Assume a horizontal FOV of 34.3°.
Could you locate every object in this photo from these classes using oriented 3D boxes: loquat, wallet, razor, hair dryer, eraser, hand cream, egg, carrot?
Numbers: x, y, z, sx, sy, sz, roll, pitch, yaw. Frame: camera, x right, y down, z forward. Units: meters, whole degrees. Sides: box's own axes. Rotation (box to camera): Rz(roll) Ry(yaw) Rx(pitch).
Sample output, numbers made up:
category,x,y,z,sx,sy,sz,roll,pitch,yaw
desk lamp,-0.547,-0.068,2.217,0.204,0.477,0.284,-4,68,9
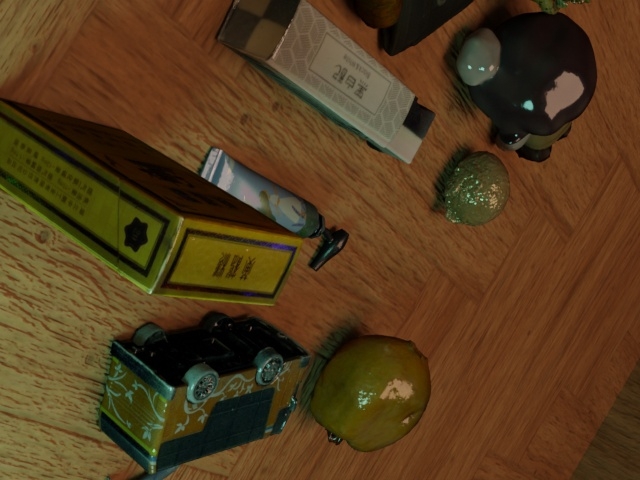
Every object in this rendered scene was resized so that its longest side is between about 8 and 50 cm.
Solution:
category,x,y,z,sx,sy,sz,roll,pitch,yaw
loquat,0.083,0.259,1.770,0.187,0.176,0.234,35,106,-17
wallet,0.180,-0.388,1.542,0.245,0.052,0.168,-37,143,-36
razor,-0.255,0.352,1.512,0.135,0.040,0.068,-24,133,-52
hair dryer,0.000,0.000,1.608,0.079,0.031,0.083,-47,131,-5
eraser,0.025,-0.217,1.406,0.404,0.098,0.096,25,93,-57
hand cream,-0.083,-0.051,1.437,0.256,0.055,0.088,23,90,-50
egg,0.277,-0.090,1.834,0.116,0.118,0.140,-162,-90,-81
carrot,0.074,-0.347,1.337,0.070,0.070,0.260,-56,171,-8

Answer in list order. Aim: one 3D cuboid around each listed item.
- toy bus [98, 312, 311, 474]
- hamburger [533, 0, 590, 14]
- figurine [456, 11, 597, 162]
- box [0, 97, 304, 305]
category,x,y,z,sx,sy,sz,roll,pitch,yaw
toy bus,-0.157,0.205,1.439,0.275,0.139,0.167,-8,121,-49
hamburger,0.370,-0.447,1.652,0.113,0.177,0.185,-26,168,23
figurine,0.363,-0.266,1.803,0.218,0.206,0.365,-36,170,1
box,-0.190,-0.040,1.062,0.193,0.301,0.084,9,108,-55
